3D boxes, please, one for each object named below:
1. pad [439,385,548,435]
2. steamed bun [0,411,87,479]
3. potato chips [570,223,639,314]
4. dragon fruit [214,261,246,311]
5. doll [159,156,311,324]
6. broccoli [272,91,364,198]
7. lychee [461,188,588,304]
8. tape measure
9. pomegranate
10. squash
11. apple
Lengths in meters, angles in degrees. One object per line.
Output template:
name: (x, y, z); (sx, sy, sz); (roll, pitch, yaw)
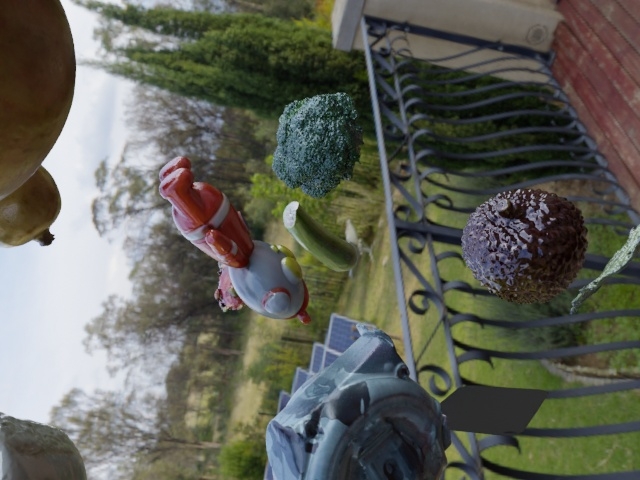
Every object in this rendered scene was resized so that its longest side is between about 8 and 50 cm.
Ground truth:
pad: (0.385, 0.442, 1.485); (0.375, 0.314, 0.063); (-5, -89, -58)
steamed bun: (-0.478, 0.436, 0.783); (0.384, 0.236, 0.247); (-51, -27, -9)
potato chips: (0.500, 0.042, 1.016); (0.207, 0.028, 0.092); (-45, -13, -10)
dragon fruit: (-0.249, 0.122, 1.766); (0.150, 0.133, 0.208); (71, -175, -58)
doll: (-0.114, 0.018, 0.904); (0.105, 0.336, 0.200); (-39, 24, 0)
broccoli: (0.007, -0.256, 1.589); (0.295, 0.265, 0.245); (-56, -19, 14)
lychee: (0.403, 0.016, 1.160); (0.235, 0.271, 0.236); (-21, 47, 25)
tape measure: (0.057, 0.300, 0.853); (0.147, 0.256, 0.275); (8, 132, 57)
pomegranate: (-0.588, -0.069, 1.151); (0.196, 0.196, 0.196); (-170, 90, -81)
squash: (0.000, 0.000, 1.483); (0.083, 0.250, 0.083); (-31, 38, 28)
apple: (-0.514, -0.220, 0.714); (0.333, 0.400, 0.401); (-9, -66, -64)
